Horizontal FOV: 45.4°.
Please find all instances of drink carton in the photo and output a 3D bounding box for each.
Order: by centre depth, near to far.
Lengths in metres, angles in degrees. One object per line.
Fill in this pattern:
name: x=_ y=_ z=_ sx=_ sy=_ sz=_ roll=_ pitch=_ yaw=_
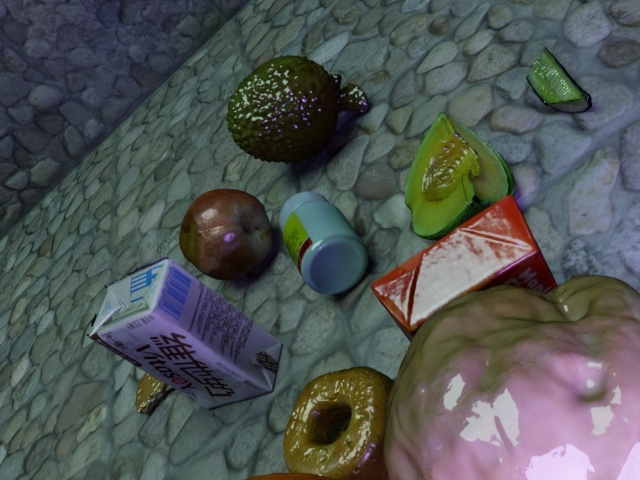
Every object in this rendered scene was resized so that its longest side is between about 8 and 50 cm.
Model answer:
drink carton: x=-0.258 y=0.192 z=1.486 sx=0.194 sy=0.324 sz=0.132 roll=-23 pitch=41 yaw=35

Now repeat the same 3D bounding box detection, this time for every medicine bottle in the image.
medicine bottle: x=0.000 y=0.000 z=1.559 sx=0.139 sy=0.139 sz=0.225 roll=-43 pitch=33 yaw=8

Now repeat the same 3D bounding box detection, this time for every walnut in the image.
walnut: x=0.244 y=0.212 z=0.847 sx=0.383 sy=0.383 sz=0.384 roll=-31 pitch=36 yaw=26

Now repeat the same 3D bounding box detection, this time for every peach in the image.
peach: x=-0.231 y=-0.005 z=1.790 sx=0.235 sy=0.214 sz=0.214 roll=-25 pitch=38 yaw=43

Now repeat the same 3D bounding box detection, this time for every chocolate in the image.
chocolate: x=0.227 y=0.090 z=1.089 sx=0.234 sy=0.237 sz=0.108 roll=-33 pitch=42 yaw=5

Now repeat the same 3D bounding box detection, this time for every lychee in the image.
lychee: x=-0.071 y=-0.322 z=1.868 sx=0.320 sy=0.270 sz=0.270 roll=-45 pitch=30 yaw=-20

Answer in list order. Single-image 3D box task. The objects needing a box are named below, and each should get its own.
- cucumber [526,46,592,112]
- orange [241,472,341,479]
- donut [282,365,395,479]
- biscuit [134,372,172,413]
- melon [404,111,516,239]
cucumber: x=0.440 y=-0.285 z=1.431 sx=0.070 sy=0.046 sz=0.220 roll=-38 pitch=32 yaw=19
orange: x=-0.011 y=0.468 z=0.865 sx=0.326 sy=0.424 sz=0.424 roll=-14 pitch=18 yaw=-30
donut: x=0.043 y=0.304 z=1.211 sx=0.226 sy=0.114 sz=0.227 roll=-29 pitch=38 yaw=26
biscuit: x=-0.349 y=0.290 z=1.765 sx=0.224 sy=0.033 sz=0.144 roll=-49 pitch=30 yaw=-1
melon: x=0.249 y=-0.084 z=1.385 sx=0.169 sy=0.129 sz=0.265 roll=-54 pitch=28 yaw=34
